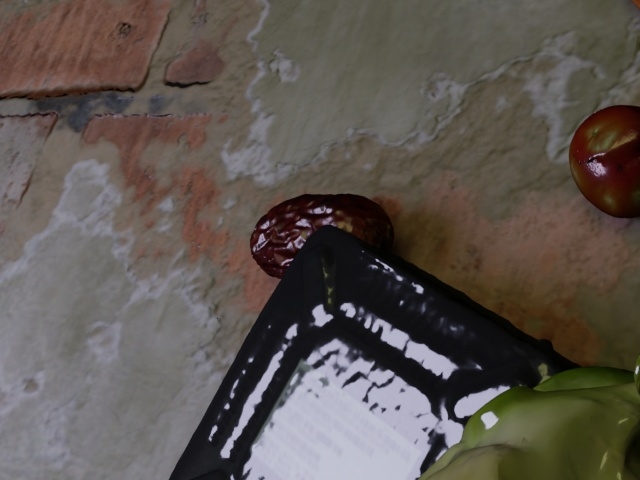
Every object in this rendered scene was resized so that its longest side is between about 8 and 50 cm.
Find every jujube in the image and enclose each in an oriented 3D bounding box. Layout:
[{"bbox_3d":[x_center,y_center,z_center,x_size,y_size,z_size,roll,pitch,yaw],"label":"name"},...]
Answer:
[{"bbox_3d":[0.000,0.000,1.138,0.129,0.077,0.077,0,58,42],"label":"jujube"}]

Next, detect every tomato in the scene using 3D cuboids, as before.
[{"bbox_3d":[0.226,-0.063,1.054,0.087,0.075,0.087,-17,51,22],"label":"tomato"}]

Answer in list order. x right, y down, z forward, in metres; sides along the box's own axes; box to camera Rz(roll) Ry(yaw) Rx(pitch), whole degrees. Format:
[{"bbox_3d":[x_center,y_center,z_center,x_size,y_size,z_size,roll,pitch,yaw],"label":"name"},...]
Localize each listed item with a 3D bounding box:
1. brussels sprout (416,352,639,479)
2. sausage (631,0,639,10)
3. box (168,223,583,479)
[{"bbox_3d":[0.191,0.222,0.595,0.276,0.371,0.314,-80,16,-50],"label":"brussels sprout"},{"bbox_3d":[0.277,-0.200,1.133,0.053,0.053,0.347,-33,49,5],"label":"sausage"},{"bbox_3d":[0.025,0.155,0.973,0.290,0.073,0.289,34,94,45],"label":"box"}]
